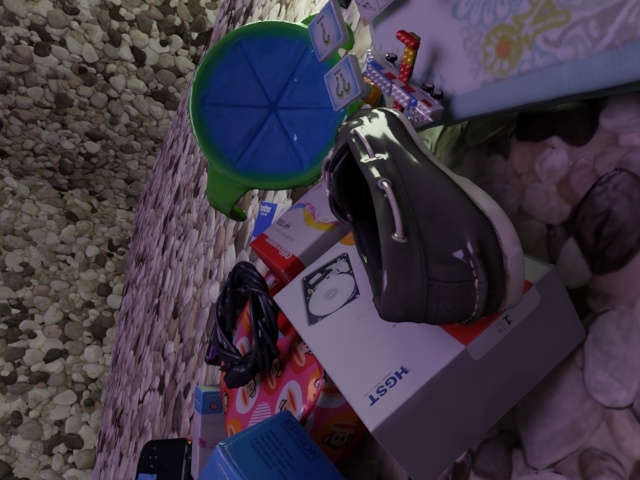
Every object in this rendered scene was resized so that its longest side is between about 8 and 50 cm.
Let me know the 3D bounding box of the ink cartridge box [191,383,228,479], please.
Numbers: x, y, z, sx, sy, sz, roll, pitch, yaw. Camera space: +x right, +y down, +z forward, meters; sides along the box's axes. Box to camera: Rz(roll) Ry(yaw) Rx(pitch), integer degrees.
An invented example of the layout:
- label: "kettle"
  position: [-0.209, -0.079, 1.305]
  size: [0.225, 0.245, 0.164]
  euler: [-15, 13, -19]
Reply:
- label: "ink cartridge box"
  position: [-0.154, 0.332, 0.830]
  size: [0.061, 0.104, 0.182]
  euler: [168, 105, -65]

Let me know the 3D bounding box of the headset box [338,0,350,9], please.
- label: "headset box"
  position: [0.022, -0.495, 1.004]
  size: [0.032, 0.062, 0.083]
  euler: [-58, 30, 28]

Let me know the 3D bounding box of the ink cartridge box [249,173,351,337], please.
- label: "ink cartridge box"
  position: [0.000, 0.000, 0.645]
  size: [0.231, 0.078, 0.134]
  euler: [-43, 26, -10]

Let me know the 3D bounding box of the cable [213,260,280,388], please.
- label: "cable"
  position: [-0.095, 0.102, 0.656]
  size: [0.184, 0.047, 0.151]
  euler: [-52, 41, 49]

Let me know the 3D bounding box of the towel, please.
- label: "towel"
  position: [0.161, -0.275, 0.452]
  size: [0.374, 0.090, 0.321]
  euler: [5, 109, 60]

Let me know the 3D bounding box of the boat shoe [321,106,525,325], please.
- label: "boat shoe"
  position: [0.046, -0.043, 0.446]
  size: [0.335, 0.095, 0.112]
  euler: [-119, 20, -60]

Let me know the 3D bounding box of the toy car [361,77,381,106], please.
- label: "toy car"
  position: [0.087, -0.262, 0.776]
  size: [0.122, 0.040, 0.060]
  euler: [-52, 34, 37]

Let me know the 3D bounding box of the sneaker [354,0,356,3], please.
- label: "sneaker"
  position: [0.099, -0.491, 0.814]
  size: [0.224, 0.098, 0.083]
  euler: [-49, 36, 40]

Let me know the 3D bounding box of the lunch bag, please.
- label: "lunch bag"
  position: [-0.038, 0.172, 0.696]
  size: [0.258, 0.120, 0.293]
  euler: [-64, 28, 18]

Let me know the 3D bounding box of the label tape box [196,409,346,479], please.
- label: "label tape box"
  position: [-0.062, 0.384, 0.530]
  size: [0.240, 0.105, 0.334]
  euler: [44, 120, 25]

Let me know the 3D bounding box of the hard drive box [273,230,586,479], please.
- label: "hard drive box"
  position: [0.081, 0.069, 0.471]
  size: [0.181, 0.089, 0.232]
  euler: [-40, 29, -7]

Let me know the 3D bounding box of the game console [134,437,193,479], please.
- label: "game console"
  position: [-0.381, 0.663, 1.162]
  size: [0.342, 0.060, 0.387]
  euler: [-34, 48, 53]

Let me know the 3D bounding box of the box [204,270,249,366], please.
- label: "box"
  position: [-0.125, 0.145, 0.882]
  size: [0.029, 0.115, 0.162]
  euler: [17, 91, 65]

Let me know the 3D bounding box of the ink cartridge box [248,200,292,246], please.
- label: "ink cartridge box"
  position: [-0.070, -0.016, 0.942]
  size: [0.207, 0.046, 0.097]
  euler: [15, 89, 64]

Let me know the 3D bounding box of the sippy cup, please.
- label: "sippy cup"
  position: [-0.059, -0.186, 0.796]
  size: [0.224, 0.305, 0.240]
  euler: [-20, -93, -86]

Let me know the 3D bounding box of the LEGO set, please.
- label: "LEGO set"
  position: [0.049, -0.195, 0.551]
  size: [0.244, 0.060, 0.183]
  euler: [-6, 103, 66]
